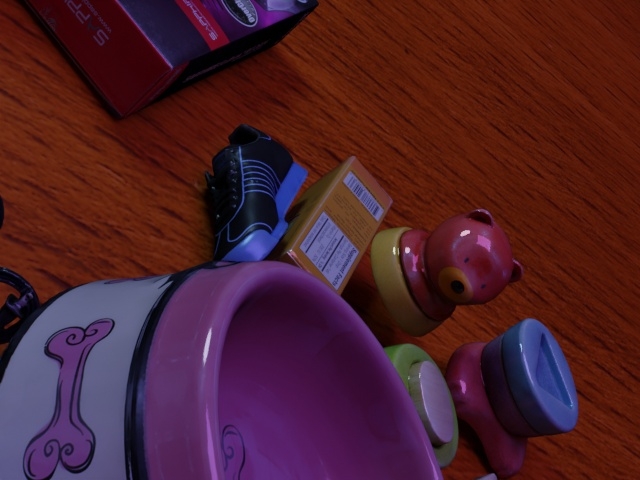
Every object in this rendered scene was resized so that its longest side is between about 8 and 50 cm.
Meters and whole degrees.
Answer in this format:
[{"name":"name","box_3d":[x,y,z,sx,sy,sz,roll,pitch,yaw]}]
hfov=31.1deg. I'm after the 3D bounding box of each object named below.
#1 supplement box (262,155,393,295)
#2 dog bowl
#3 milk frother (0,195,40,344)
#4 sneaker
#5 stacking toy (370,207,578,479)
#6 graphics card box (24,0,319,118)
[{"name":"supplement box","box_3d":[0.000,0.000,1.207,0.080,0.078,0.233,50,32,-9]},{"name":"dog bowl","box_3d":[-0.038,0.195,0.791,0.408,0.150,0.408,49,28,-38]},{"name":"milk frother","box_3d":[-0.261,0.039,0.787,0.143,0.129,0.134,33,32,-17]},{"name":"sneaker","box_3d":[-0.080,-0.039,1.149,0.090,0.081,0.232,41,26,-12]},{"name":"stacking toy","box_3d":[0.177,0.139,1.183,0.309,0.130,0.279,50,32,-28]},{"name":"graphics card box","box_3d":[-0.169,-0.290,1.267,0.233,0.094,0.371,51,31,-1]}]
